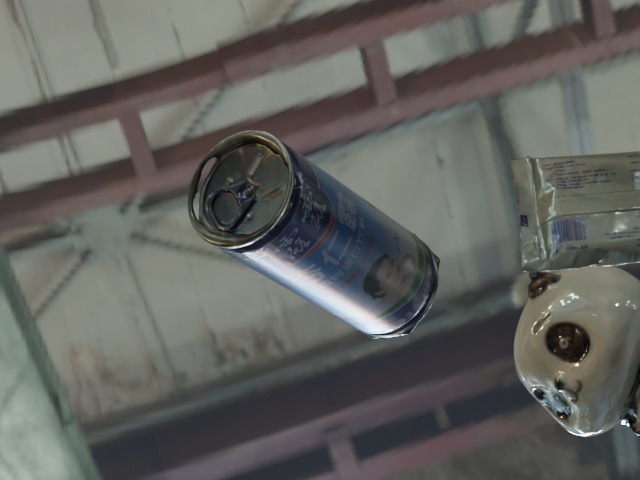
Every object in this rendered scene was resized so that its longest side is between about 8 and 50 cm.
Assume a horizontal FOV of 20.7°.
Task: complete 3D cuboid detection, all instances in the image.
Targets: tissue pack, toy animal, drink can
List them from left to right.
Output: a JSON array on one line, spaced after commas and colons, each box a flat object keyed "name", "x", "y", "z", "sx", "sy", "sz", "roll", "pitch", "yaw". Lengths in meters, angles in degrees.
[{"name": "drink can", "x": 0.000, "y": 0.000, "z": 1.368, "sx": 0.097, "sy": 0.097, "sz": 0.235, "roll": -40, "pitch": -36, "yaw": 13}, {"name": "toy animal", "x": 0.318, "y": 0.120, "z": 1.834, "sx": 0.235, "sy": 0.165, "sz": 0.187, "roll": 14, "pitch": -54, "yaw": 2}, {"name": "tissue pack", "x": 0.259, "y": -0.030, "z": 1.454, "sx": 0.193, "sy": 0.122, "sz": 0.026, "roll": -4, "pitch": -38, "yaw": 4}]
